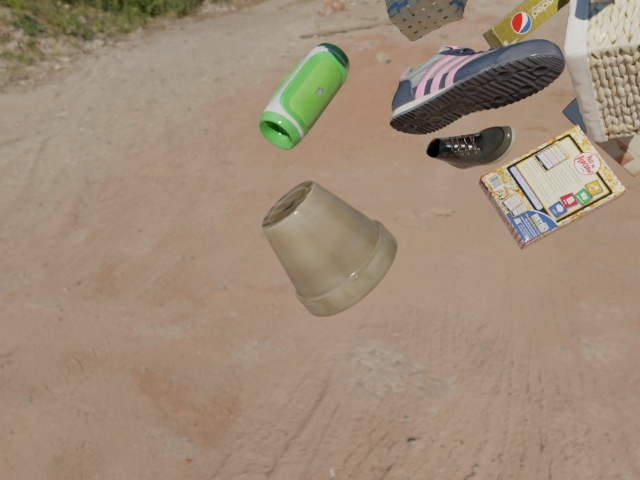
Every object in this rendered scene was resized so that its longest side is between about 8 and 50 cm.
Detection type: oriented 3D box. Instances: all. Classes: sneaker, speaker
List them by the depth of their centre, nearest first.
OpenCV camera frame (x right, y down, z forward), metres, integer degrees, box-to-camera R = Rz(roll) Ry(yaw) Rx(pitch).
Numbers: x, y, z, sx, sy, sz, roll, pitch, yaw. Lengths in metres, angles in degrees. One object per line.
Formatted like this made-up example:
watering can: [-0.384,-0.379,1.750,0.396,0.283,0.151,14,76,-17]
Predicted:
sneaker: [0.235,-0.276,0.876,0.112,0.131,0.319,18,-17,-36]
sneaker: [0.369,-0.232,1.350,0.118,0.083,0.222,7,-14,-26]
speaker: [-0.039,-0.381,1.425,0.131,0.131,0.296,16,63,34]

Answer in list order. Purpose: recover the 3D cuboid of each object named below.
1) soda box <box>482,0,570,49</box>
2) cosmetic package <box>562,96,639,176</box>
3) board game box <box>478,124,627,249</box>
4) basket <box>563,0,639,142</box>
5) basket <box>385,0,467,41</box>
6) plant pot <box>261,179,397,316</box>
soda box: [0.452,-0.490,1.192,0.181,0.061,0.058,-39,9,0]
cosmetic package: [0.914,-0.341,1.689,0.296,0.129,0.153,28,31,-28]
board game box: [0.405,-0.094,0.960,0.193,0.045,0.146,-28,72,4]
basket: [0.670,-0.427,1.099,0.266,0.331,0.328,0,67,37]
basket: [0.300,-0.738,1.556,0.255,0.288,0.201,-12,-24,41]
plant pot: [0.000,0.000,1.482,0.323,0.280,0.323,-35,23,18]
